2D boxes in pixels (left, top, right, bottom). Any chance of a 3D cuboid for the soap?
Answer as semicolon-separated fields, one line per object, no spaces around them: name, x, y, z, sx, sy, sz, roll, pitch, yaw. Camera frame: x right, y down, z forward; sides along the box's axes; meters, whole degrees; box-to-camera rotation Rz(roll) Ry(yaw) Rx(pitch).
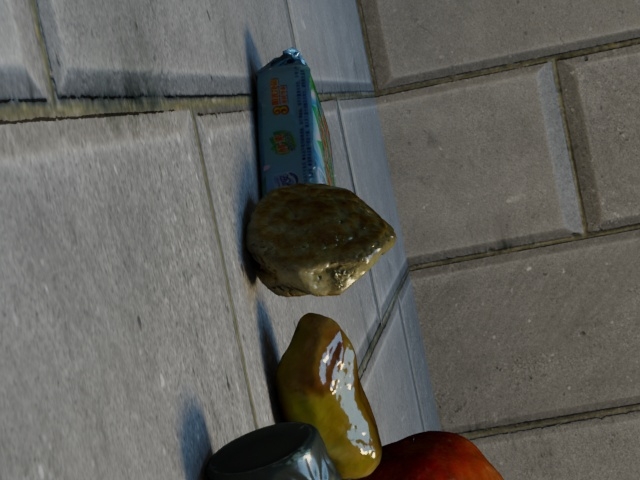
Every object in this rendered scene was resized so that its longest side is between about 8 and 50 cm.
soap;-0.027;-0.093;1.810;0.156;0.077;0.293;68;13;-55

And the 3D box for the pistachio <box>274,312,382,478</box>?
pistachio;0.000;0.174;1.595;0.110;0.100;0.189;-174;-117;-75

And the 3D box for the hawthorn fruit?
hawthorn fruit;0.129;0.352;1.871;0.261;0.224;0.224;33;45;-62

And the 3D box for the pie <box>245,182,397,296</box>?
pie;0.000;0.000;1.603;0.193;0.163;0.079;-63;152;-56

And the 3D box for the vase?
vase;-0.002;0.305;1.249;0.251;0.156;0.301;-67;139;-71
